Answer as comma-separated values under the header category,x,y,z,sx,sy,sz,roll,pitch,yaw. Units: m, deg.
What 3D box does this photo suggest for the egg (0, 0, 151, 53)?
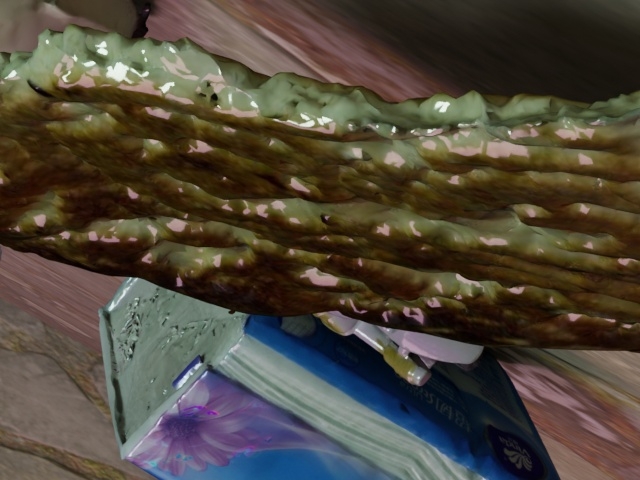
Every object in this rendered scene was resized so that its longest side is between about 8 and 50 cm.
category,x,y,z,sx,sy,sz,roll,pitch,yaw
egg,-0.263,-0.116,0.862,0.337,0.201,0.337,26,168,6

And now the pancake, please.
category,x,y,z,sx,sy,sz,roll,pitch,yaw
pancake,-0.009,-0.024,0.647,0.426,0.067,0.305,7,166,18

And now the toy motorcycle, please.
category,x,y,z,sx,sy,sz,roll,pitch,yaw
toy motorcycle,0.000,0.000,1.032,0.225,0.073,0.152,36,178,7

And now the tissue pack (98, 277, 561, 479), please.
category,x,y,z,sx,sy,sz,roll,pitch,yaw
tissue pack,0.004,0.107,1.183,0.263,0.146,0.198,34,-164,-24
